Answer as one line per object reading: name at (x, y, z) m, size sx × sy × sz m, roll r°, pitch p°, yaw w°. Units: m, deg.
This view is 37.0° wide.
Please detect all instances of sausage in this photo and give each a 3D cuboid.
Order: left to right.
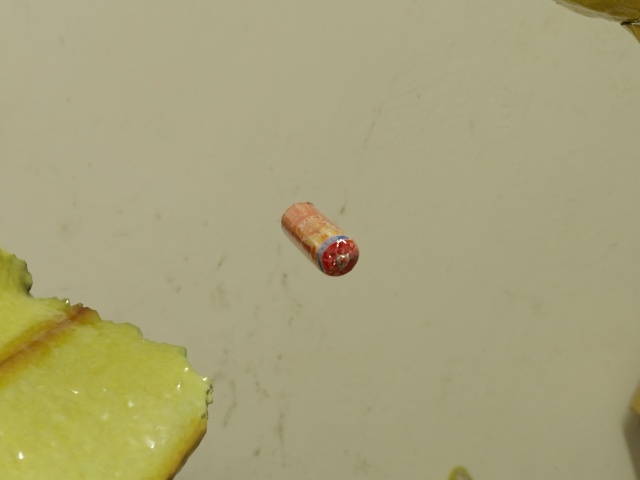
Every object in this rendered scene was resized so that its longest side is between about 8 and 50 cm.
sausage at (0.000, 0.000, 0.700) m, size 0.034 × 0.034 × 0.129 m, roll 25°, pitch 6°, yaw -18°

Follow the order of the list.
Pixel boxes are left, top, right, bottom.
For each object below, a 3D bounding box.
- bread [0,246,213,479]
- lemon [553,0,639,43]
bread at (-0.220, 0.121, 0.468) m, size 0.233 × 0.362 × 0.245 m, roll 35°, pitch -29°, yaw 6°
lemon at (0.152, -0.191, 0.442) m, size 0.173 × 0.207 × 0.173 m, roll -8°, pitch -1°, yaw 0°
